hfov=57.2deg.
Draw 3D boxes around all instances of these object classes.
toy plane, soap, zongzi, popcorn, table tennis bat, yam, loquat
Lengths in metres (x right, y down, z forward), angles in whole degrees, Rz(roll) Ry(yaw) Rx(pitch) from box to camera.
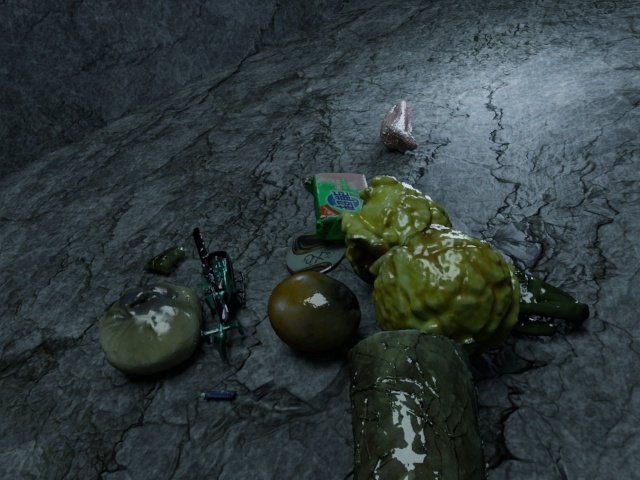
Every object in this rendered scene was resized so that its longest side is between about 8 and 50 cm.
[{"bbox_3d":[-0.259,0.141,1.483,0.106,0.155,0.382,-16,51,5],"label":"toy plane"},{"bbox_3d":[0.059,-0.097,1.667,0.217,0.098,0.273,-3,33,-2],"label":"soap"},{"bbox_3d":[-0.481,0.055,1.808,0.119,0.055,0.109,-3,33,43],"label":"zongzi"},{"bbox_3d":[0.168,-0.006,1.373,0.293,0.293,0.237,11,64,38],"label":"popcorn"},{"bbox_3d":[0.000,0.000,1.657,0.173,0.022,0.301,-4,38,19],"label":"table tennis bat"},{"bbox_3d":[0.150,0.316,0.947,0.241,0.241,0.348,-12,37,13],"label":"yam"},{"bbox_3d":[0.239,0.102,1.117,0.282,0.282,0.247,-8,68,18],"label":"popcorn"},{"bbox_3d":[-0.015,0.160,1.305,0.179,0.179,0.227,-41,35,-28],"label":"loquat"}]

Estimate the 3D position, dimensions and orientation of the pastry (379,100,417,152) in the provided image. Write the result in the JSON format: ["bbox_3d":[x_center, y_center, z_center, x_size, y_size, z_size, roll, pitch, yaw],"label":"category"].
[{"bbox_3d":[0.260,-0.378,1.987,0.112,0.103,0.265,-18,31,16],"label":"pastry"}]

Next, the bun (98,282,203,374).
[{"bbox_3d":[-0.422,0.209,1.452,0.272,0.168,0.273,-10,36,7],"label":"bun"}]

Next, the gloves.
[{"bbox_3d":[0.406,0.123,1.201,0.268,0.107,0.135,6,72,31],"label":"gloves"}]

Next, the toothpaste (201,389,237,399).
[{"bbox_3d":[-0.226,0.340,1.294,0.083,0.019,0.027,-7,12,18],"label":"toothpaste"}]
